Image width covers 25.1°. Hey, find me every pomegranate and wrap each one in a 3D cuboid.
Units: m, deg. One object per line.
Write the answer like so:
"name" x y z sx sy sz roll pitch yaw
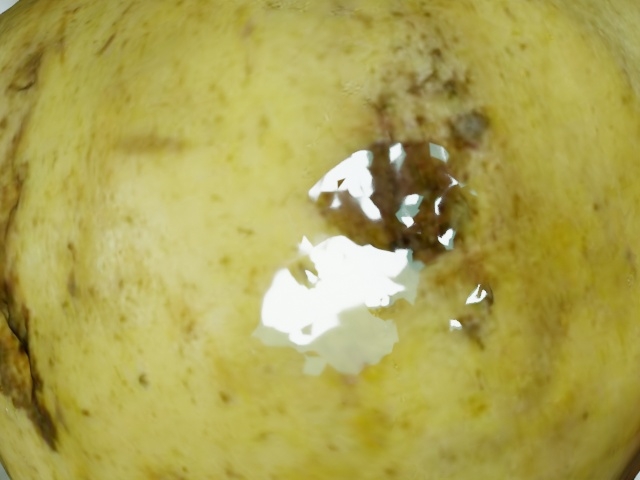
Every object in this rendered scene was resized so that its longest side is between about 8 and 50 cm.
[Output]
"pomegranate" 0.000 0.000 0.510 0.281 0.281 0.281 0 102 -2

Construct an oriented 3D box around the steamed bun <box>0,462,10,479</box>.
"steamed bun" -0.139 0.210 0.548 0.383 0.247 0.236 27 105 -4
